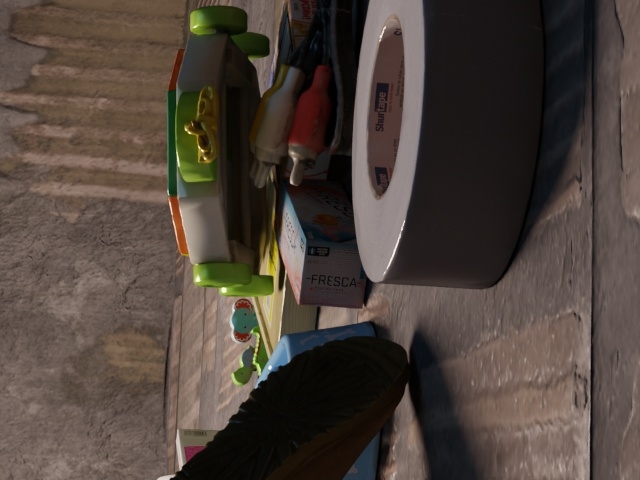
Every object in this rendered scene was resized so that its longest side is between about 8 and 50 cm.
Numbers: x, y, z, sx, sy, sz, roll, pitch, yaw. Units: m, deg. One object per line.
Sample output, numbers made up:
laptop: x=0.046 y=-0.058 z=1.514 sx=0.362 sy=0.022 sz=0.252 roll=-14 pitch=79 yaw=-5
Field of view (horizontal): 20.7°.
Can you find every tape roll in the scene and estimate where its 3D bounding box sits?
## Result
tape roll: x=0.074 y=-0.080 z=1.087 sx=0.219 sy=0.072 sz=0.219 roll=-177 pitch=90 yaw=-82

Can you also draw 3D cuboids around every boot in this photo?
boot: x=-0.007 y=0.232 z=1.317 sx=0.089 sy=0.236 sz=0.269 roll=27 pitch=143 yaw=42

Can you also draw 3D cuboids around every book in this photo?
book: x=-0.117 y=0.262 z=2.057 sx=0.144 sy=0.096 sz=0.035 roll=-109 pitch=24 yaw=-68

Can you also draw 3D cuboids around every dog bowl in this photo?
dog bowl: x=-0.012 y=0.169 z=1.511 sx=0.297 sy=0.074 sz=0.166 roll=120 pitch=153 yaw=-68

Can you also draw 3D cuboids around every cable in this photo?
cable: x=-0.004 y=-0.185 z=1.582 sx=0.139 sy=0.072 sz=0.287 roll=13 pitch=95 yaw=61

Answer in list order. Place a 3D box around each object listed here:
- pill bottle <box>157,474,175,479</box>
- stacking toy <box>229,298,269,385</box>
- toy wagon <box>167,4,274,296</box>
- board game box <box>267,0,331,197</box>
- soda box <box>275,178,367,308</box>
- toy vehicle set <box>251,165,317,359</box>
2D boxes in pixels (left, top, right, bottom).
pill bottle: x=-0.099 y=0.374 z=1.699 sx=0.160 sy=0.160 sz=0.283 roll=124 pitch=149 yaw=-72
stacking toy: x=-0.086 y=0.059 z=2.086 sx=0.167 sy=0.052 sz=0.221 roll=132 pitch=140 yaw=-76
toy wagon: x=-0.098 y=-0.087 z=1.684 sx=0.344 sy=0.068 sz=0.267 roll=34 pitch=-126 yaw=-79
board game box: x=-0.018 y=-0.149 z=1.761 sx=0.193 sy=0.045 sz=0.147 roll=-97 pitch=14 yaw=-49
soda box: x=0.000 y=0.000 z=1.552 sx=0.183 sy=0.058 sz=0.063 roll=-114 pitch=29 yaw=-69
toy vehicle set: x=-0.037 y=0.022 z=1.842 sx=0.267 sy=0.035 sz=0.166 roll=-112 pitch=27 yaw=-70
